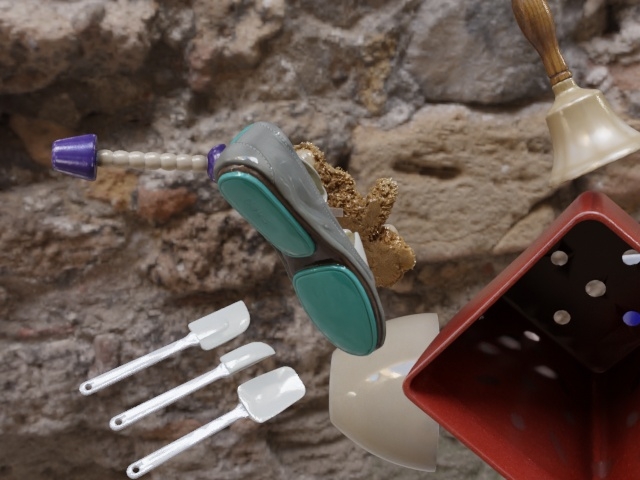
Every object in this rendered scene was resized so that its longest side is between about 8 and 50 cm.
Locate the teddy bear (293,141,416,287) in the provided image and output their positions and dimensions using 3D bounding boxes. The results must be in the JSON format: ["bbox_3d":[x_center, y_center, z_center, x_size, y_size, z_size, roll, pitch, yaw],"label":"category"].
[{"bbox_3d":[0.043,-0.052,1.447,0.338,0.245,0.113,27,31,0],"label":"teddy bear"}]

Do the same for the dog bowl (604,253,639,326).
[{"bbox_3d":[0.638,0.108,1.286,0.265,0.104,0.265,4,14,-1],"label":"dog bowl"}]

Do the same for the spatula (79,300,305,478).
[{"bbox_3d":[-0.157,0.183,0.919,0.242,0.019,0.168,-24,65,-29],"label":"spatula"}]

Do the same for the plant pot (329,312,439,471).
[{"bbox_3d":[0.115,0.271,1.350,0.191,0.284,0.284,2,30,6],"label":"plant pot"}]

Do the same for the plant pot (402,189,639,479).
[{"bbox_3d":[0.289,0.100,0.768,0.267,0.267,0.236,40,30,1],"label":"plant pot"}]

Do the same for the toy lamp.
[{"bbox_3d":[-0.294,-0.133,1.207,0.275,0.080,0.080,0,30,-14],"label":"toy lamp"}]

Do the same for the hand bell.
[{"bbox_3d":[0.273,-0.195,0.849,0.126,0.242,0.126,-25,-1,0],"label":"hand bell"}]

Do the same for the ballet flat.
[{"bbox_3d":[0.000,0.000,0.559,0.072,0.213,0.068,-8,41,37],"label":"ballet flat"}]
